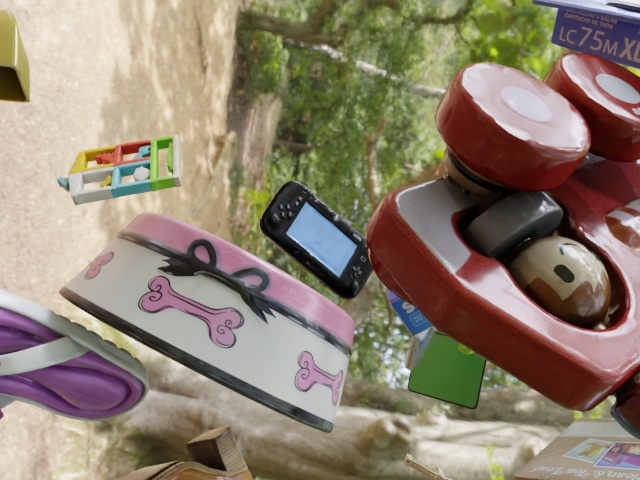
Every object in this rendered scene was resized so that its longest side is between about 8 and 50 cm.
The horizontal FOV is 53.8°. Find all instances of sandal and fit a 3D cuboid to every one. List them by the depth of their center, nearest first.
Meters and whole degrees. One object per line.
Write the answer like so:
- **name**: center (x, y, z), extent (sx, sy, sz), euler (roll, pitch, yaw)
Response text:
- **sandal**: center (-0.365, 0.158, 0.754), extent (0.169, 0.416, 0.102), euler (-44, -131, 15)

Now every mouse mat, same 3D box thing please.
- **mouse mat**: center (0.294, 0.297, 1.470), extent (0.189, 0.007, 0.153), euler (6, -101, 43)

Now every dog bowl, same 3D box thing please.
- **dog bowl**: center (-0.134, 0.105, 0.874), extent (0.150, 0.407, 0.408), euler (-62, 180, -12)

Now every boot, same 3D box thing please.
- **boot**: center (-0.191, 0.421, 0.911), extent (0.283, 0.109, 0.220), euler (-10, 82, -64)

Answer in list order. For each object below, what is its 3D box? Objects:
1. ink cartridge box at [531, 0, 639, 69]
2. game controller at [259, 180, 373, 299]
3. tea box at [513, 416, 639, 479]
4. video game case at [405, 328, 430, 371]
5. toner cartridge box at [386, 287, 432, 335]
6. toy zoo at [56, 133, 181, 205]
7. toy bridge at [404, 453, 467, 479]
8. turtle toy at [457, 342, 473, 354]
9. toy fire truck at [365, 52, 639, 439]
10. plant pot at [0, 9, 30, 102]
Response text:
- **ink cartridge box**: center (0.364, -0.212, 0.609), extent (0.185, 0.311, 0.065), euler (35, -47, 39)
- **game controller**: center (0.000, 0.000, 1.542), extent (0.166, 0.319, 0.067), euler (-55, -161, -17)
- **tea box**: center (0.508, 0.442, 0.886), extent (0.329, 0.219, 0.324), euler (-18, -89, 51)
- **video game case**: center (0.246, 0.160, 1.348), extent (0.212, 0.023, 0.193), euler (-54, 161, -24)
- **toner cartridge box**: center (0.191, 0.024, 1.137), extent (0.165, 0.075, 0.348), euler (-32, -162, 11)
- **toy zoo**: center (-0.482, -0.169, 1.512), extent (0.192, 0.293, 0.030), euler (-105, -174, -48)
- **toy bridge**: center (0.311, 0.615, 1.651), extent (0.063, 0.188, 0.026), euler (24, 89, -86)
- **turtle toy**: center (0.303, 0.168, 1.233), extent (0.130, 0.066, 0.095), euler (-41, 163, -34)
- **toy fire truck**: center (0.195, 0.007, 0.463), extent (0.254, 0.302, 0.169), euler (50, -42, 26)
- **plant pot**: center (-0.376, -0.216, 0.716), extent (0.081, 0.081, 0.083), euler (130, -40, -68)
